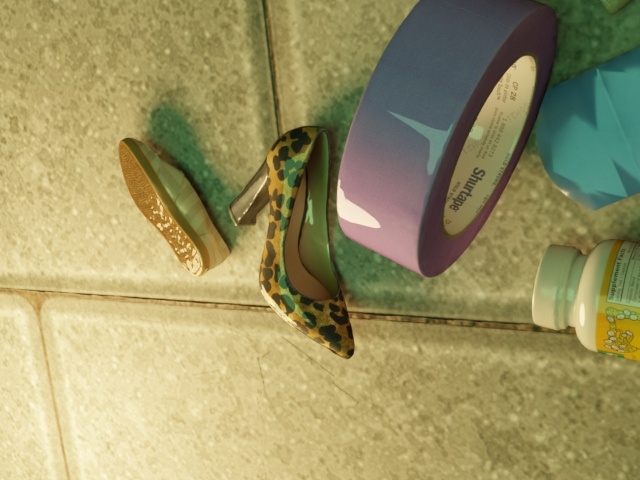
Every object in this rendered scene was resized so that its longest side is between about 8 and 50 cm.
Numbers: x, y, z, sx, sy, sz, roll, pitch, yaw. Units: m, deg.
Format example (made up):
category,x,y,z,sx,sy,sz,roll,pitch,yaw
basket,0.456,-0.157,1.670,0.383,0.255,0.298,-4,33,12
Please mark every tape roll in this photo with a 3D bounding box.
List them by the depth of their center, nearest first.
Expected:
category,x,y,z,sx,sy,sz,roll,pitch,yaw
tape roll,0.126,-0.105,0.843,0.090,0.274,0.275,28,116,22

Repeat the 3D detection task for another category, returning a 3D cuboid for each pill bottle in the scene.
category,x,y,z,sx,sy,sz,roll,pitch,yaw
pill bottle,0.324,0.062,0.870,0.208,0.117,0.118,11,109,27

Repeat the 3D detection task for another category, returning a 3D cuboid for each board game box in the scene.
category,x,y,z,sx,sy,sz,roll,pitch,yaw
board game box,0.304,-0.113,0.883,0.168,0.033,0.133,-24,86,28

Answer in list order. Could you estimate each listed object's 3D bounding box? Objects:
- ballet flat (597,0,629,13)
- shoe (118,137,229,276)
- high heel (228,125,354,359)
category,x,y,z,sx,sy,sz,roll,pitch,yaw
ballet flat,0.234,-0.281,0.861,0.168,0.057,0.052,40,130,15
shoe,-0.200,-0.050,1.185,0.219,0.058,0.076,55,143,10
high heel,0.000,0.000,1.050,0.186,0.093,0.261,-46,70,38
